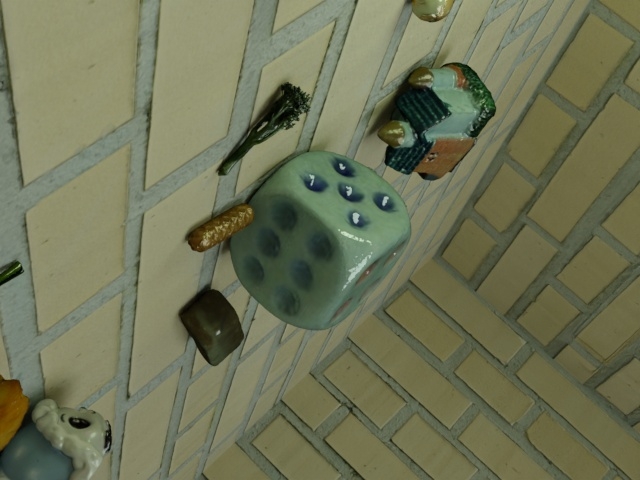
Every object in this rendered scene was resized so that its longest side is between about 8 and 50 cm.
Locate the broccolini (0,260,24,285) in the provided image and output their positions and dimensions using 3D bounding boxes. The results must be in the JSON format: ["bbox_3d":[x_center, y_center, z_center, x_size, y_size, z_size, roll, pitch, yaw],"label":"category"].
[{"bbox_3d":[-0.460,0.088,1.098,0.218,0.044,0.042,-42,151,-45],"label":"broccolini"}]

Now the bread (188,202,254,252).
[{"bbox_3d":[-0.179,-0.024,1.616,0.157,0.044,0.052,-34,166,-43],"label":"bread"}]

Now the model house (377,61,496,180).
[{"bbox_3d":[0.217,-0.267,1.973,0.291,0.184,0.253,-11,149,-46],"label":"model house"}]

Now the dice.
[{"bbox_3d":[0.000,0.000,1.769,0.262,0.264,0.268,-30,159,-51],"label":"dice"}]

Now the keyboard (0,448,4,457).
[{"bbox_3d":[-0.602,0.416,1.595,0.204,0.013,0.061,-40,165,-32],"label":"keyboard"}]

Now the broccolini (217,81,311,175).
[{"bbox_3d":[-0.089,-0.170,1.462,0.201,0.058,0.074,-51,159,10],"label":"broccolini"}]

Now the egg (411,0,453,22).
[{"bbox_3d":[0.207,-0.436,1.614,0.083,0.071,0.071,-38,163,-46],"label":"egg"}]

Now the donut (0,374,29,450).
[{"bbox_3d":[-0.525,0.279,1.237,0.253,0.118,0.253,-42,164,-15],"label":"donut"}]

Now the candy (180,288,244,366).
[{"bbox_3d":[-0.233,0.192,1.928,0.104,0.102,0.234,-44,167,-16],"label":"candy"}]

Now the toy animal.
[{"bbox_3d":[-0.474,0.377,1.561,0.204,0.156,0.208,-56,-169,-7],"label":"toy animal"}]
